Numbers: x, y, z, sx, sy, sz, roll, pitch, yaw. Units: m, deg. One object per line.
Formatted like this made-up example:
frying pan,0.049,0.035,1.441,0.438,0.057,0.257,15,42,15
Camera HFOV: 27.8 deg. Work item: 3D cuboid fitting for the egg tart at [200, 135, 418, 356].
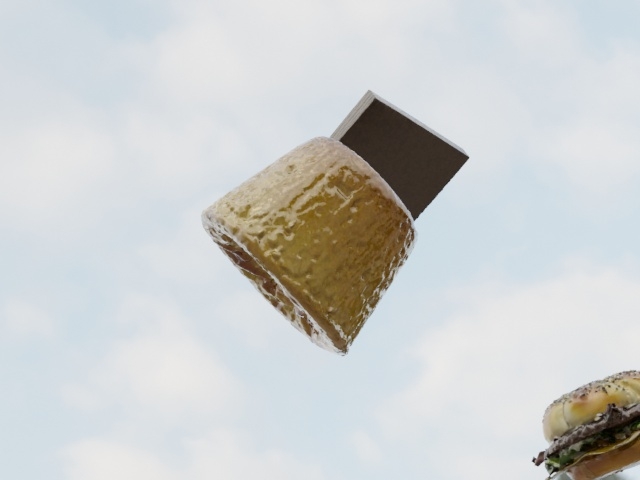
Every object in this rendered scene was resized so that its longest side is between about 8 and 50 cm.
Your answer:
egg tart,0.000,0.000,1.266,0.147,0.202,0.202,-43,-40,-11

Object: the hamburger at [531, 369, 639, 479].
hamburger,0.303,0.186,1.323,0.164,0.093,0.189,-6,-20,-41

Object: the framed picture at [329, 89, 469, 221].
framed picture,0.078,-0.090,1.530,0.168,0.023,0.128,27,-69,-37
